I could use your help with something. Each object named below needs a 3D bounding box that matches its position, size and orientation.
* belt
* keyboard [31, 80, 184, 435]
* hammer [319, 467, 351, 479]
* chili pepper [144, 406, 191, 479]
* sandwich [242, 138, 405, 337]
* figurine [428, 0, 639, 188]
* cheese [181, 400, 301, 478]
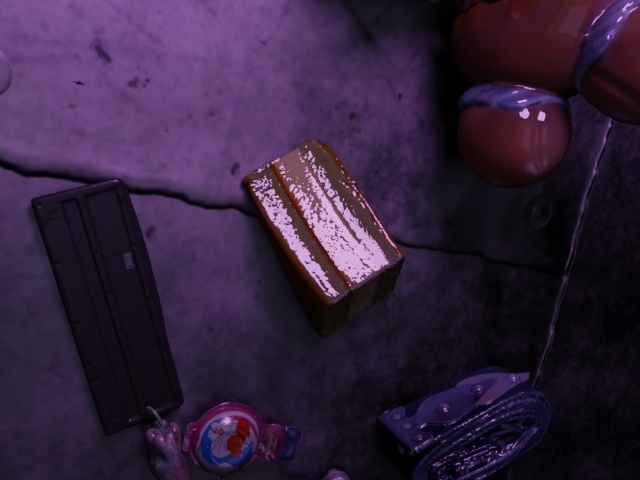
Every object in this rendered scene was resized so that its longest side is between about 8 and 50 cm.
[{"bbox_3d":[0.200,0.257,0.932,0.218,0.128,0.122,-24,113,-16],"label":"belt"},{"bbox_3d":[-0.228,0.026,0.733,0.103,0.041,0.382,-17,116,-21],"label":"keyboard"},{"bbox_3d":[-0.145,0.347,0.822,0.426,0.152,0.044,-3,109,-13],"label":"hammer"},{"bbox_3d":[-0.172,0.254,0.805,0.041,0.050,0.153,-15,118,-18],"label":"chili pepper"},{"bbox_3d":[0.000,0.000,0.840,0.117,0.144,0.187,-31,78,-15],"label":"sandwich"},{"bbox_3d":[0.196,-0.267,0.735,0.388,0.276,0.248,40,42,-31],"label":"figurine"},{"bbox_3d":[-0.092,0.238,0.844,0.145,0.038,0.095,11,99,-25],"label":"cheese"}]
